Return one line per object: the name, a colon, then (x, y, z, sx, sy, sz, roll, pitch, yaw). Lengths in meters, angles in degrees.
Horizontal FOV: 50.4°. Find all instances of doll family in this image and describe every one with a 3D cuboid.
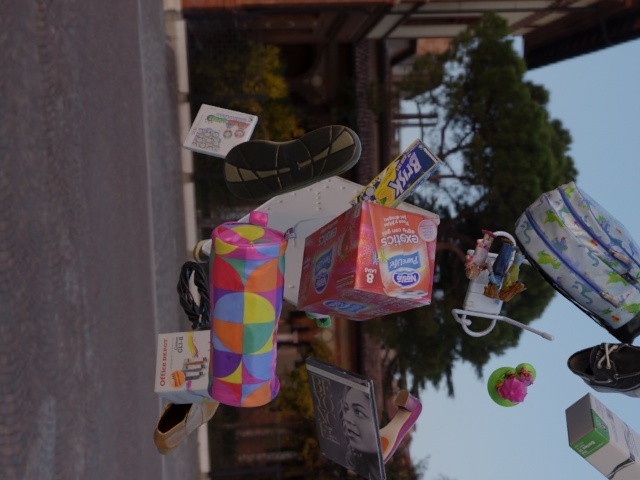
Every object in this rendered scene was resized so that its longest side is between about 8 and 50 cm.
doll family: (0.496, 0.084, 1.866, 0.263, 0.118, 0.163, 24, 87, -51)

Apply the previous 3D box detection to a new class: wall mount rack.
wall mount rack: (0.571, 0.161, 2.063, 0.130, 0.303, 0.350, -100, -160, -73)

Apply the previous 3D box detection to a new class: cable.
cable: (-0.329, 0.134, 1.768, 0.150, 0.047, 0.185, -49, -128, 53)

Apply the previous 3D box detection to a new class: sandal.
sandal: (-0.056, -0.144, 1.331, 0.086, 0.302, 0.120, 7, 77, -67)

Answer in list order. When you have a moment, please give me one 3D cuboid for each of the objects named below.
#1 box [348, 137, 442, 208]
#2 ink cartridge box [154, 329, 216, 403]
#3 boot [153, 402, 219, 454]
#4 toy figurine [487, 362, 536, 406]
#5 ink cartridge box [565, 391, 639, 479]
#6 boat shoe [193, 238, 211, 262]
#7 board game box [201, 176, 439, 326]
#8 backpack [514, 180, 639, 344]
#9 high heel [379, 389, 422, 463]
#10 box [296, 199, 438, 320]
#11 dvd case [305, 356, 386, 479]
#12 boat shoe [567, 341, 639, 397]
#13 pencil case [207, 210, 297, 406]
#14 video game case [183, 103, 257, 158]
box: (0.135, -0.102, 1.214, 0.059, 0.169, 0.054, 50, 14, 11)
ink cartridge box: (-0.245, 0.267, 1.435, 0.127, 0.176, 0.128, 70, 16, -64)
boot: (-0.356, 0.458, 1.905, 0.295, 0.104, 0.211, -52, 171, -37)
toy figurine: (0.624, 0.456, 2.144, 0.130, 0.173, 0.159, 56, -2, 7)
ink cartridge box: (0.707, 0.498, 1.658, 0.087, 0.208, 0.153, -48, -177, 27)
boat shoe: (-0.247, 0.019, 1.883, 0.073, 0.223, 0.080, 15, -67, 37)
board game box: (0.000, 0.000, 1.521, 0.389, 0.390, 0.050, 26, -41, 38)
backpack: (0.629, 0.032, 1.623, 0.273, 0.355, 0.290, -62, -178, 31)
high heel: (0.208, 0.539, 1.877, 0.117, 0.082, 0.244, 49, 58, -41)
box: (0.062, 0.040, 1.028, 0.257, 0.122, 0.128, 150, -50, -67)
dvd case: (0.046, 0.339, 1.282, 0.164, 0.018, 0.222, 11, -64, 45)
boat shoe: (0.635, 0.267, 1.471, 0.108, 0.102, 0.301, -60, -179, -13)
pencil case: (-0.091, 0.089, 0.853, 0.104, 0.104, 0.237, -109, -156, -71)
video game case: (-0.259, -0.281, 1.770, 0.019, 0.157, 0.143, 88, 18, -62)
